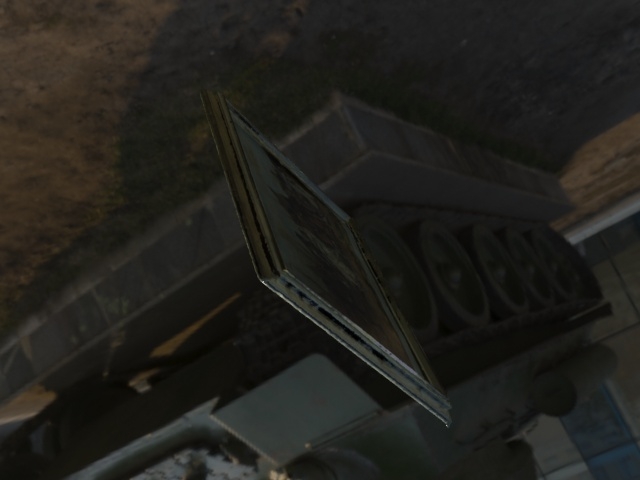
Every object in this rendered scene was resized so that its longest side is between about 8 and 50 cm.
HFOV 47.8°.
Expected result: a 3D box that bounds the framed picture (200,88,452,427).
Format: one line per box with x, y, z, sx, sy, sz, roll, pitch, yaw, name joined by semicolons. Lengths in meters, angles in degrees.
0.000;0.000;0.567;0.017;0.274;0.217;-40;128;12;framed picture
